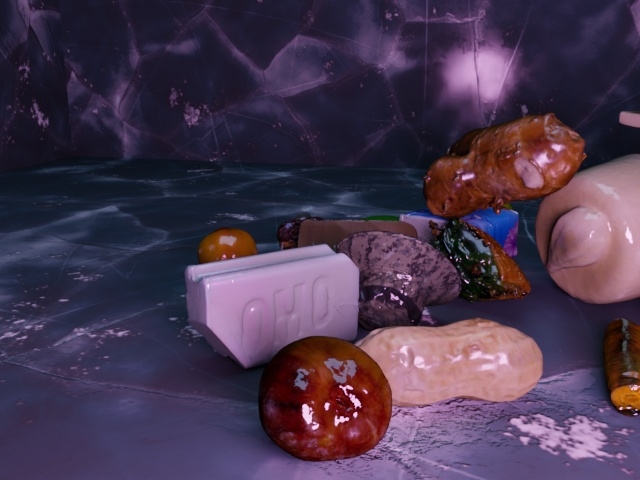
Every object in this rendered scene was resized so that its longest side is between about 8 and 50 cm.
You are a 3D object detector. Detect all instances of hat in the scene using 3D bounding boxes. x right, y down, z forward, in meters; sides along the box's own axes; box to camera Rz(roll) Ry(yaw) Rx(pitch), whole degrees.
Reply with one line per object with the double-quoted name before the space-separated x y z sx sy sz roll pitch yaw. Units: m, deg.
"hat" 0.128 0.103 1.191 0.266 0.265 0.128 7 57 23

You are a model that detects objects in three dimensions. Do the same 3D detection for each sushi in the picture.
"sushi" 0.326 0.065 1.358 0.140 0.149 0.287 21 28 -37

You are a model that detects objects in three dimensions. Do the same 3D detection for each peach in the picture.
"peach" -0.213 0.035 1.471 0.138 0.138 0.138 0 15 0

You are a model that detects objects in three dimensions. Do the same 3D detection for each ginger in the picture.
"ginger" 0.373 -0.143 1.391 0.254 0.176 0.418 -50 21 -18

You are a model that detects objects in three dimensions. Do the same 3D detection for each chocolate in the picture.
"chocolate" 0.614 -0.002 1.367 0.297 0.326 0.314 -23 28 -17

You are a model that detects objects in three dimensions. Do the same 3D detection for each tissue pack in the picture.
"tissue pack" 0.351 -0.012 1.618 0.263 0.146 0.198 -14 20 -42

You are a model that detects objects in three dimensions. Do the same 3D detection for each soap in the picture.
"soap" -0.076 0.111 1.090 0.290 0.172 0.095 -9 18 -32

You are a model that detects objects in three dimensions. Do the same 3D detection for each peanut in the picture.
"peanut" 0.180 0.178 0.941 0.290 0.130 0.130 -2 15 -8

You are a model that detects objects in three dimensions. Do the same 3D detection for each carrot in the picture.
"carrot" 0.487 0.193 1.014 0.070 0.070 0.260 6 17 21

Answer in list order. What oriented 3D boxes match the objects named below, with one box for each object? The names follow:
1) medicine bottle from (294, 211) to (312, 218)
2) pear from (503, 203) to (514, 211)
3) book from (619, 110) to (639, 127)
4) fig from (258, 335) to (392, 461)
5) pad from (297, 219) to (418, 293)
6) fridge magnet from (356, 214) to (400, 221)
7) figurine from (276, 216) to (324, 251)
"medicine bottle" -0.035 -0.035 1.867 0.058 0.057 0.199 -2 15 -10
"pear" 0.448 -0.089 1.855 0.220 0.187 0.187 -1 15 -11
"book" 0.666 -0.195 1.045 0.264 0.027 0.202 -2 14 -5
"fig" -0.011 0.197 0.872 0.170 0.145 0.274 -3 3 -14
"pad" 0.085 0.040 1.453 0.284 0.018 0.286 1 39 3
"fridge magnet" 0.180 -0.020 1.758 0.208 0.088 0.208 0 16 0
"figurine" -0.002 -0.001 1.625 0.240 0.115 0.175 9 18 29
